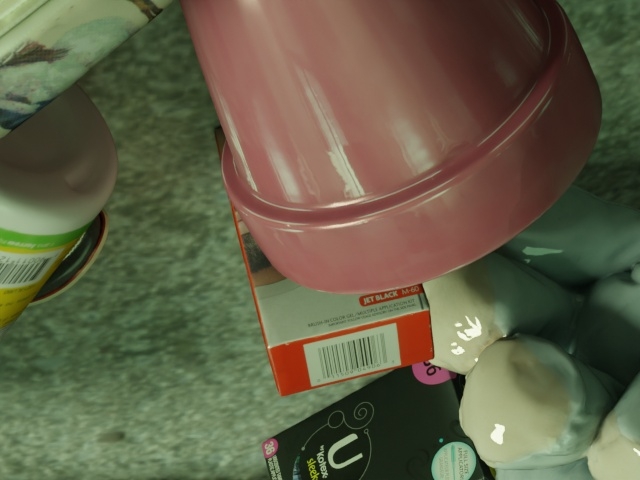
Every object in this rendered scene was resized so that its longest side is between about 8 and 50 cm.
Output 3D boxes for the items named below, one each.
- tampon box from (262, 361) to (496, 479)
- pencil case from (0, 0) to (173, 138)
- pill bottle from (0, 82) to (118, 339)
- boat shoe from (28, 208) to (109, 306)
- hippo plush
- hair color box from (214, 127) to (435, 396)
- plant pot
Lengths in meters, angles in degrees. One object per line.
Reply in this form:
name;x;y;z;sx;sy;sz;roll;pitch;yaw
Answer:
tampon box;0.059;0.178;1.244;0.161;0.120;0.101;-32;139;17
pencil case;-0.160;-0.115;0.733;0.410;0.183;0.160;-37;141;6
pill bottle;-0.228;0.011;0.936;0.136;0.136;0.245;17;130;-34
boat shoe;-0.188;0.015;1.028;0.137;0.049;0.043;-30;137;22
hippo plush;0.183;0.089;1.129;0.294;0.234;0.236;-46;158;-31
hair color box;0.000;0.000;0.979;0.093;0.167;0.053;-14;140;-4
plant pot;0.019;-0.103;0.865;0.201;0.201;0.180;-25;124;10
